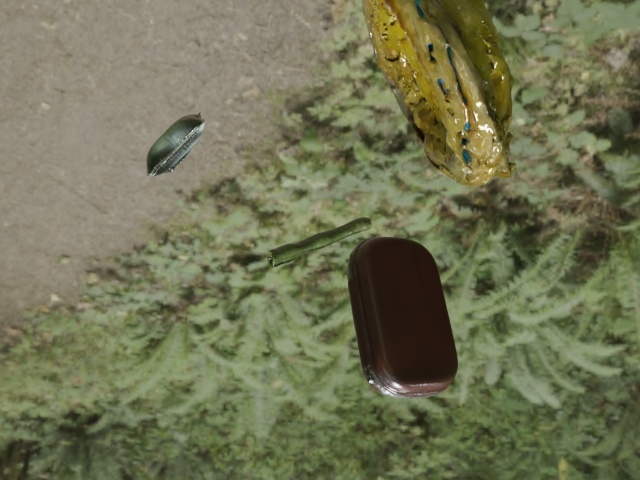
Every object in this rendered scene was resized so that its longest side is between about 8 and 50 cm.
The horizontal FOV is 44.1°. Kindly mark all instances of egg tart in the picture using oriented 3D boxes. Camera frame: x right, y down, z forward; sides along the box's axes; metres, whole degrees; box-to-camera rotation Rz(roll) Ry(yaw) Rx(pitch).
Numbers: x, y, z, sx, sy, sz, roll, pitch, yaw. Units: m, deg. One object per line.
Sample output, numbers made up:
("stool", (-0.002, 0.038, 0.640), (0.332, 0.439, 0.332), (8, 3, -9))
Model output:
("egg tart", (0.131, -0.189, 0.819), (0.107, 0.291, 0.291), (-27, 151, 0))

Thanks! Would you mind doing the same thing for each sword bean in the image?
("sword bean", (0.000, 0.000, 1.657), (0.269, 0.038, 0.043), (-21, -178, -33))

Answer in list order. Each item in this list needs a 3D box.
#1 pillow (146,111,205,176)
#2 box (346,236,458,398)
("pillow", (-0.247, -0.164, 1.337), (0.055, 0.136, 0.091), (43, -175, 4))
("box", (0.195, 0.183, 1.918), (0.263, 0.404, 0.108), (4, 155, -29))
